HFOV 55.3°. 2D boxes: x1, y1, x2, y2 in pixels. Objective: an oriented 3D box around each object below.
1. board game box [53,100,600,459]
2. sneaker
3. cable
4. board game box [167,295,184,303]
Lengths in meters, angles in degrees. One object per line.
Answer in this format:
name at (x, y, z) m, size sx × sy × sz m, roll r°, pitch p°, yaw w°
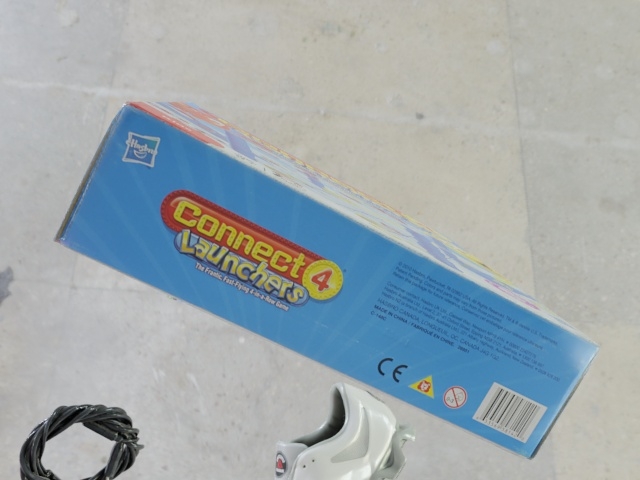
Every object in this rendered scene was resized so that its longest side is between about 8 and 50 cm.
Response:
board game box at (0.000, 0.000, 0.481) m, size 0.308 × 0.302 × 0.086 m, roll 27°, pitch 99°, yaw -11°
sneaker at (-0.022, 0.325, 0.753) m, size 0.146 × 0.122 × 0.330 m, roll 42°, pitch 60°, yaw -11°
cable at (-0.317, 0.286, 0.818) m, size 0.150 × 0.184 × 0.047 m, roll -23°, pitch 42°, yaw -22°
board game box at (-0.233, 0.061, 1.257) m, size 0.039 × 0.211 × 0.160 m, roll 21°, pitch 81°, yaw -39°
